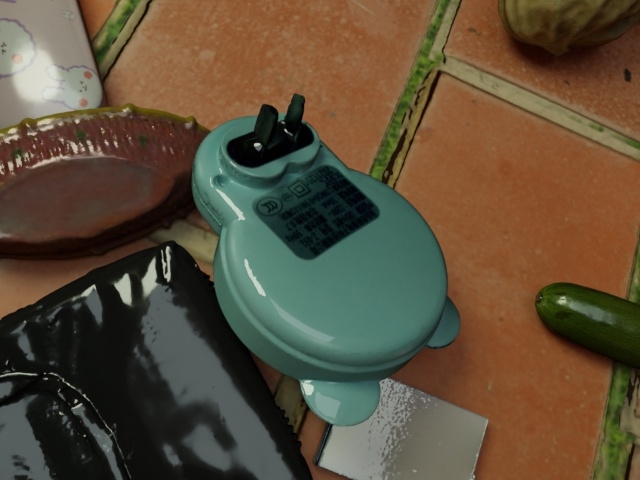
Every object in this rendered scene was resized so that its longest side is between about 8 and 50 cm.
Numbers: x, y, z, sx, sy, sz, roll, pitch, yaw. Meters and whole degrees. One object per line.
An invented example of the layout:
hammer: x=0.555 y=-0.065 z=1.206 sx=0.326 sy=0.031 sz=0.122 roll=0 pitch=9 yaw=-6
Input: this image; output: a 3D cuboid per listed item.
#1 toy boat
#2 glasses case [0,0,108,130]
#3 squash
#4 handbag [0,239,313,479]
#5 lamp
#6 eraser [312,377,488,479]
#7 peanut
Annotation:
toy boat: x=-0.226 y=-0.052 z=0.522 sx=0.318 sy=0.099 sz=0.141 roll=-14 pitch=118 yaw=-14
glasses case: x=-0.303 y=-0.229 z=0.567 sx=0.113 sy=0.075 sz=0.297 roll=-18 pitch=77 yaw=-13
squash: x=0.346 y=0.104 z=0.586 sx=0.252 sy=0.066 sz=0.066 roll=19 pitch=71 yaw=-4
handbag: x=-0.163 y=0.161 z=0.472 sx=0.244 sy=0.088 sz=0.275 roll=-28 pitch=83 yaw=-15
lamp: x=-0.005 y=0.006 z=0.505 sx=0.209 sy=0.147 sz=0.284 roll=-31 pitch=91 yaw=-38
eraser: x=0.080 y=0.192 z=0.536 sx=0.150 sy=0.023 sz=0.104 roll=23 pitch=72 yaw=-3
peanut: x=0.362 y=-0.328 z=0.683 sx=0.325 sy=0.140 sz=0.153 roll=-22 pitch=97 yaw=-20
